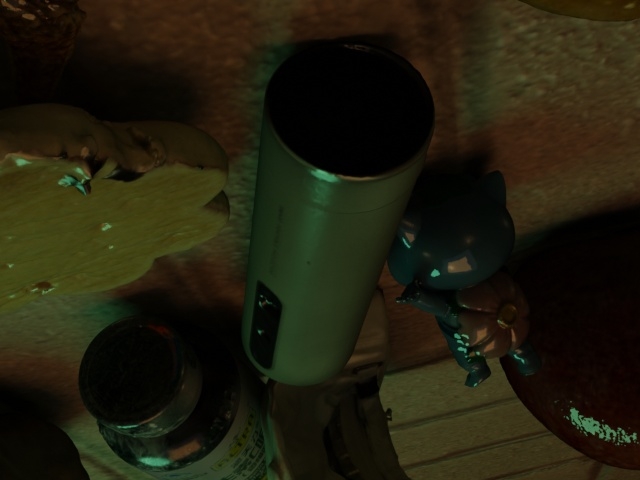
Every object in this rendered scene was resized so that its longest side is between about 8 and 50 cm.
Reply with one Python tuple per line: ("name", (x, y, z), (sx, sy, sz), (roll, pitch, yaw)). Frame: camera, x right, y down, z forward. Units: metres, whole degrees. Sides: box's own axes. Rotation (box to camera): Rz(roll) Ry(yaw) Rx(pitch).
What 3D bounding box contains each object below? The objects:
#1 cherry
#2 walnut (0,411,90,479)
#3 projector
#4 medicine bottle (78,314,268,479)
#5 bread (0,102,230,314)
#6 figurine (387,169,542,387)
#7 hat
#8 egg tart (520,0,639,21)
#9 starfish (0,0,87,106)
("cherry", (0.289, 0.109, 0.895), (0.239, 0.239, 0.206), (-9, 160, -7))
("walnut", (-0.367, 0.288, 0.956), (0.273, 0.227, 0.273), (-6, 155, -3))
("projector", (0.000, 0.000, 0.704), (0.108, 0.108, 0.337), (-7, 151, -11))
("medicine bottle", (-0.126, 0.168, 0.927), (0.141, 0.141, 0.293), (-17, 152, 8))
("bread", (-0.200, -0.008, 0.603), (0.316, 0.054, 0.316), (-16, 167, -4))
("figurine", (0.113, 0.029, 0.777), (0.114, 0.178, 0.144), (-23, -169, 1))
("hat", (0.035, 0.211, 0.976), (0.168, 0.257, 0.301), (-20, 164, 1))
("egg tart", (0.122, -0.196, 0.343), (0.203, 0.147, 0.202), (-11, 153, -6))
("starfish", (-0.167, -0.144, 0.435), (0.138, 0.050, 0.247), (3, 141, -27))
